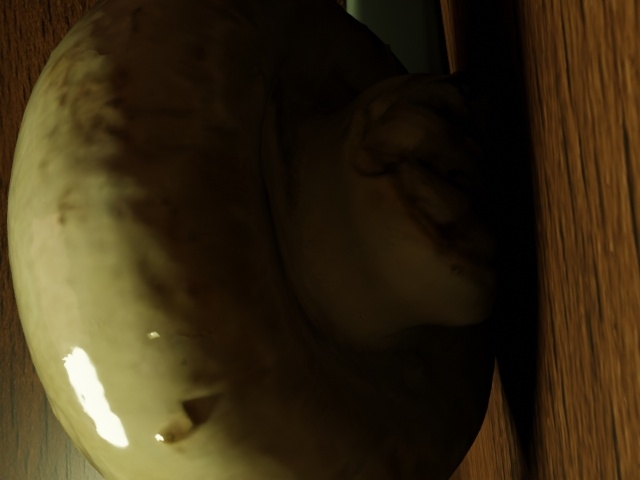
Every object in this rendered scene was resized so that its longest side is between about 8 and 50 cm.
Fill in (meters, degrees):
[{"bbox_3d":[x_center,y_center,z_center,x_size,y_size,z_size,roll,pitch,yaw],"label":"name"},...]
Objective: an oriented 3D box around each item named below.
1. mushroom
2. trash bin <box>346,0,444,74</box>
[{"bbox_3d":[0.000,0.000,0.560,0.362,0.295,0.362,35,-134,-45],"label":"mushroom"},{"bbox_3d":[0.074,-0.106,0.881,0.176,0.101,0.236,70,-162,-69],"label":"trash bin"}]
